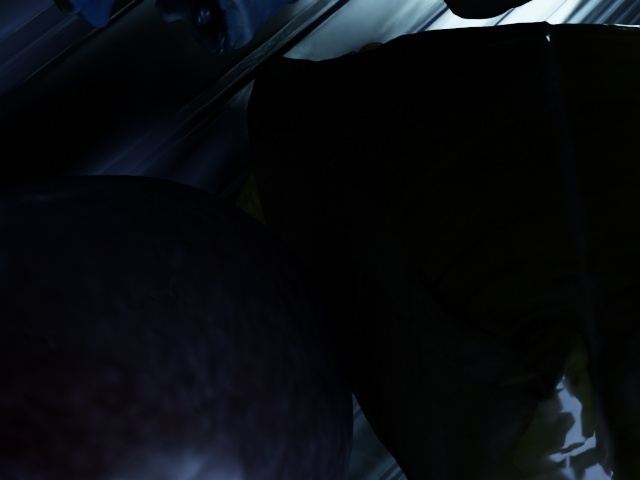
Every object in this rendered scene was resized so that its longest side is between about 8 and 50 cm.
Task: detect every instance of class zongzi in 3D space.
[{"bbox_3d":[0.145,-0.004,0.511,0.300,0.145,0.274,-12,-159,-10],"label":"zongzi"}]

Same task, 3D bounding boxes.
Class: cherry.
[{"bbox_3d":[-0.069,0.056,0.432,0.176,0.140,0.176,-35,160,-15],"label":"cherry"}]

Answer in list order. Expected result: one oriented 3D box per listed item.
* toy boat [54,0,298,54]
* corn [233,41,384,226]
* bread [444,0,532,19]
[{"bbox_3d":[-0.033,-0.072,0.335,0.060,0.060,0.137,-25,175,2],"label":"toy boat"},{"bbox_3d":[0.000,0.000,0.738,0.093,0.093,0.244,-45,172,-34],"label":"corn"},{"bbox_3d":[0.167,-0.182,0.571,0.316,0.054,0.316,-31,-165,9],"label":"bread"}]
